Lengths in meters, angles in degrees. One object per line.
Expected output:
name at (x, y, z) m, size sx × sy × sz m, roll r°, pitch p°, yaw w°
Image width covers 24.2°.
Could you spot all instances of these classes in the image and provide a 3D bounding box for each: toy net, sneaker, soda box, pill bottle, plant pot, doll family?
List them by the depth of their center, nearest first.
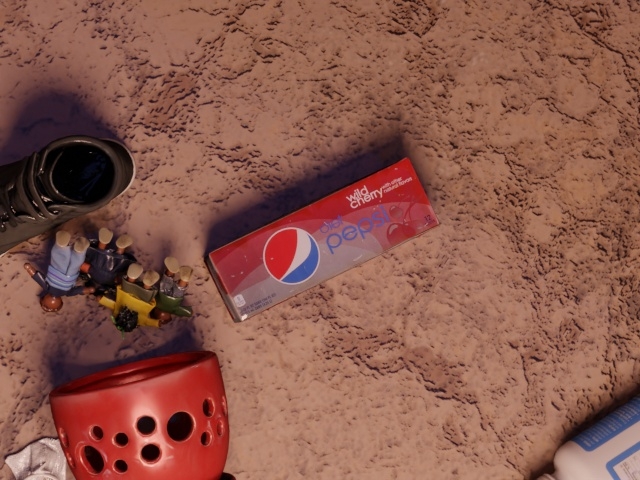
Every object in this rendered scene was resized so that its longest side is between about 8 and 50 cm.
plant pot at (-0.188, 0.225, 1.648) m, size 0.191 × 0.191 × 0.174 m, roll -15°, pitch 96°, yaw -10°
sneaker at (-0.345, -0.045, 1.664) m, size 0.295 × 0.147 × 0.105 m, roll -24°, pitch 91°, yaw -9°
toy net at (-0.343, 0.334, 1.681) m, size 0.122 × 0.045 × 0.232 m, roll 33°, pitch 81°, yaw -4°
doll family at (-0.240, 0.054, 1.702) m, size 0.193 × 0.111 × 0.076 m, roll 28°, pitch 44°, yaw 1°
soda box at (0.000, 0.000, 1.744) m, size 0.263 × 0.083 × 0.092 m, roll -26°, pitch 90°, yaw -11°
pill bottle at (0.353, 0.269, 1.752) m, size 0.221 × 0.124 × 0.124 m, roll -30°, pitch 90°, yaw -10°
